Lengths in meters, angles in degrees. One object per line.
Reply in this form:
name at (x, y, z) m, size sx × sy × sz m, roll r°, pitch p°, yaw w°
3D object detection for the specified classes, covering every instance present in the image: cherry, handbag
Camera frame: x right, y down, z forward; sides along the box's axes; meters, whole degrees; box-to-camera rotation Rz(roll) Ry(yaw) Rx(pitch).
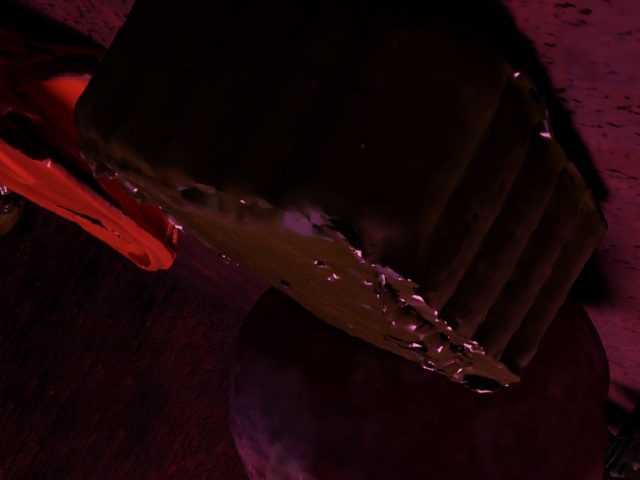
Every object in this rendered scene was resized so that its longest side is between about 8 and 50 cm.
cherry at (0.078, 0.120, 0.609) m, size 0.285 × 0.236 × 0.213 m, roll 17°, pitch 132°, yaw -5°
handbag at (-0.311, -0.126, 0.863) m, size 0.410 × 0.116 × 0.303 m, roll 25°, pitch 170°, yaw 21°

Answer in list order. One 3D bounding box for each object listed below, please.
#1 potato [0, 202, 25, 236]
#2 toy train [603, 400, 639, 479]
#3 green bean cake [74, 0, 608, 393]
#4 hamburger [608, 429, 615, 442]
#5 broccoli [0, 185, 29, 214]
potato at (-0.614, -0.095, 1.647) m, size 0.215 × 0.216 × 0.304 m, roll 31°, pitch 175°, yaw -9°
toy train at (0.362, 0.247, 0.874) m, size 0.154 × 0.115 × 0.269 m, roll 32°, pitch 175°, yaw 44°
green bean cake at (0.010, -0.026, 0.445) m, size 0.200 × 0.113 × 0.214 m, roll 21°, pitch 168°, yaw 38°
hamburger at (0.194, 0.226, 1.037) m, size 0.300 × 0.176 × 0.300 m, roll 28°, pitch 169°, yaw 6°
broccoli at (-0.477, -0.128, 1.250) m, size 0.288 × 0.248 × 0.245 m, roll 19°, pitch -153°, yaw 0°
